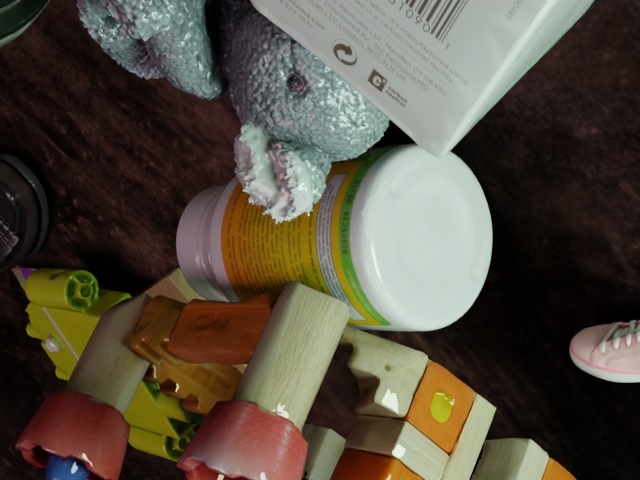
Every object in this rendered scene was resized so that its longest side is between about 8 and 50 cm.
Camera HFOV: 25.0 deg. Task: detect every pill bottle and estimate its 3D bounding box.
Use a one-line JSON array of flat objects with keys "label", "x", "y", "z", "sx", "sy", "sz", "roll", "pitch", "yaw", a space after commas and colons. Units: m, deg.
[{"label": "pill bottle", "x": 0.000, "y": 0.000, "z": 1.124, "sx": 0.245, "sy": 0.136, "sz": 0.136, "roll": -2, "pitch": 124, "yaw": 48}]

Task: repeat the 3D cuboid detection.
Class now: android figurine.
[{"label": "android figurine", "x": -0.223, "y": 0.127, "z": 1.534, "sx": 0.272, "sy": 0.056, "sz": 0.248, "roll": 6, "pitch": 132, "yaw": 49}]

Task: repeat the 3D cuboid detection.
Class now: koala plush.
[{"label": "koala plush", "x": -0.034, "y": -0.138, "z": 0.993, "sx": 0.221, "sy": 0.196, "sz": 0.203, "roll": 43, "pitch": 157, "yaw": 4}]

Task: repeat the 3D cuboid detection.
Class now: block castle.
[{"label": "block castle", "x": 0.009, "y": 0.234, "z": 1.168, "sx": 0.303, "sy": 0.213, "sz": 0.453, "roll": -4, "pitch": 144, "yaw": 47}]

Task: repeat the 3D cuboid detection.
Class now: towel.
[{"label": "towel", "x": -0.310, "y": 0.053, "z": 1.625, "sx": 0.083, "sy": 0.009, "sz": 0.060, "roll": 3, "pitch": 128, "yaw": 46}]

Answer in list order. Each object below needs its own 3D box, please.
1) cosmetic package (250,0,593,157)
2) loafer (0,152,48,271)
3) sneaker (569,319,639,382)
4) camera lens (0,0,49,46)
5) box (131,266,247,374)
[{"label": "cosmetic package", "x": 0.085, "y": -0.179, "z": 0.807, "sx": 0.151, "sy": 0.183, "sz": 0.151, "roll": 41, "pitch": 145, "yaw": 7}, {"label": "loafer", "x": -0.382, "y": 0.005, "z": 1.575, "sx": 0.109, "sy": 0.095, "sz": 0.302, "roll": 48, "pitch": 146, "yaw": -4}, {"label": "sneaker", "x": 0.236, "y": 0.065, "z": 1.018, "sx": 0.134, "sy": 0.051, "sz": 0.070, "roll": 11, "pitch": 131, "yaw": 36}, {"label": "camera lens", "x": -0.353, "y": -0.262, "z": 1.160, "sx": 0.274, "sy": 0.219, "sz": 0.219, "roll": 10, "pitch": 132, "yaw": 41}, {"label": "box", "x": -0.118, "y": 0.128, "z": 1.485, "sx": 0.201, "sy": 0.021, "sz": 0.164, "roll": 51, "pitch": 146, "yaw": -6}]
